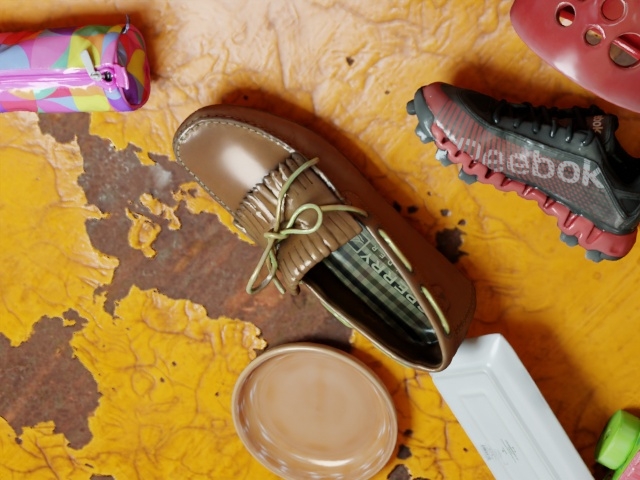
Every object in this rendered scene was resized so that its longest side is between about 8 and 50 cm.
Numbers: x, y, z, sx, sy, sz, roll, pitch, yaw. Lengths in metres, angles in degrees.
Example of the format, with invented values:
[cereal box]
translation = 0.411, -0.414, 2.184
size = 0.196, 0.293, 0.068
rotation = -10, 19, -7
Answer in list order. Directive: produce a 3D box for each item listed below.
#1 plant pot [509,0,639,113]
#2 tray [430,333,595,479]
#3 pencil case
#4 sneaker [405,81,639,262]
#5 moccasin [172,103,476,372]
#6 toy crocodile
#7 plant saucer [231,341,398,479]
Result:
[plant pot]
translation = 0.296, -0.232, 1.521
size = 0.191, 0.191, 0.174
rotation = 31, 116, -3
[tray]
translation = 0.215, 0.225, 1.850
size = 0.145, 0.030, 0.270
rotation = -14, 113, 53
[pencil case]
translation = -0.296, -0.180, 1.768
size = 0.236, 0.104, 0.104
rotation = -2, 118, 18
[sneaker]
translation = 0.223, -0.096, 1.669
size = 0.276, 0.098, 0.135
rotation = 31, 123, -5
[moccasin]
translation = -0.002, 0.002, 1.759
size = 0.380, 0.147, 0.139
rotation = 45, 121, -12
[toy crocodile]
translation = 0.390, 0.204, 1.789
size = 0.115, 0.105, 0.340
rotation = 30, 123, -2
[plant saucer]
translation = -0.005, 0.200, 1.939
size = 0.200, 0.037, 0.200
rotation = 7, 120, 12
